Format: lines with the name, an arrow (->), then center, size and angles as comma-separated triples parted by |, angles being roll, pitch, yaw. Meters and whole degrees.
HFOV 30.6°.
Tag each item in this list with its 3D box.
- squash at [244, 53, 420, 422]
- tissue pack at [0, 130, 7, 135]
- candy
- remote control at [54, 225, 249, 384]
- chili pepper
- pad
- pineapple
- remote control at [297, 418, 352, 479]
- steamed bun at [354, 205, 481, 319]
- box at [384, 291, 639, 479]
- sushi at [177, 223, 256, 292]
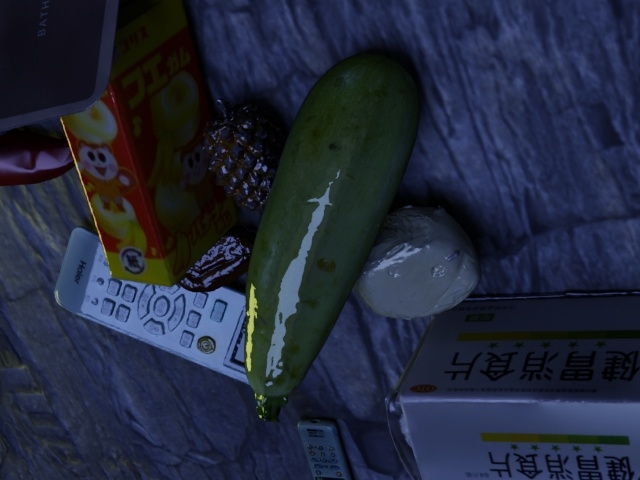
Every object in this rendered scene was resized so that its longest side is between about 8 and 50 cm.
squash -> -0.007, -0.004, 1.129 | 0.118, 0.118, 0.370 | 23, 101, 7
tissue pack -> -0.493, -0.164, 1.214 | 0.361, 0.122, 0.259 | -28, 101, 13
candy -> -0.178, -0.105, 1.182 | 0.088, 0.146, 0.276 | 7, 127, 29
remote control -> -0.165, 0.077, 1.360 | 0.293, 0.051, 0.103 | 23, 108, 6
chili pepper -> -0.440, -0.144, 1.321 | 0.369, 0.092, 0.137 | 27, 109, -5
pad -> -0.255, -0.228, 1.092 | 0.176, 0.266, 0.002 | -9, 157, 28
pineapple -> -0.062, -0.046, 1.204 | 0.083, 0.103, 0.221 | -9, 117, 27
remote control -> 0.008, 0.270, 1.442 | 0.053, 0.018, 0.124 | 0, 122, 24
steamed bun -> 0.097, 0.021, 1.188 | 0.130, 0.091, 0.112 | -29, 120, 24
box -> 0.251, 0.156, 1.162 | 0.333, 0.173, 0.145 | -3, 120, 25
sushi -> -0.107, 0.021, 1.296 | 0.120, 0.055, 0.052 | -36, 86, 18
